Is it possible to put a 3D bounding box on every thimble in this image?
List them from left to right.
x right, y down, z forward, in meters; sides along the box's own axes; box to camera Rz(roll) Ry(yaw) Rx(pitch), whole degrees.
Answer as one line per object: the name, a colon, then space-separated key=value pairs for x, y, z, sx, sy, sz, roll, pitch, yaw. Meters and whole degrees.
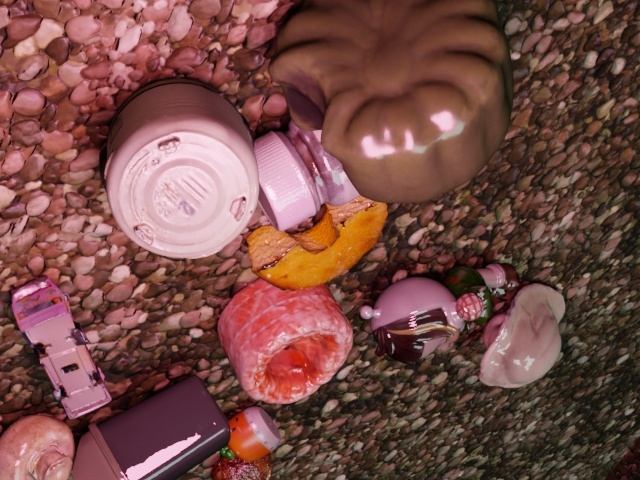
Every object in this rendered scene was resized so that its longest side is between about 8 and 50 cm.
thimble: x=-0.065 y=0.177 z=2.045 sx=0.239 sy=0.162 sz=0.239 roll=-21 pitch=139 yaw=-19

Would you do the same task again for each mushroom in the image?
mushroom: x=-0.509 y=0.394 z=1.955 sx=0.166 sy=0.127 sz=0.166 roll=-25 pitch=126 yaw=-39

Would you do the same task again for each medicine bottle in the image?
medicine bottle: x=0.019 y=-0.140 z=1.744 sx=0.273 sy=0.165 sz=0.165 roll=-27 pitch=143 yaw=-8

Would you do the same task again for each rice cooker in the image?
rice cooker: x=-0.199 y=-0.103 z=1.552 sx=0.226 sy=0.244 sz=0.226 roll=-5 pitch=120 yaw=-9

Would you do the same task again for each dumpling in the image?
dumpling: x=0.458 y=0.205 z=2.514 sx=0.175 sy=0.243 sz=0.227 roll=-2 pitch=128 yaw=21

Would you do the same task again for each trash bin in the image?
trash bin: x=-0.322 y=0.387 z=2.049 sx=0.290 sy=0.182 sz=0.209 roll=-30 pitch=166 yaw=-15

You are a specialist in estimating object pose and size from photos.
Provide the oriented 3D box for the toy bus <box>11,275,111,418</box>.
toy bus: x=-0.424 y=0.178 z=1.803 sx=0.090 sy=0.112 sz=0.274 roll=-25 pitch=143 yaw=-13

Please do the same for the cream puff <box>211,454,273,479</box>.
cream puff: x=-0.166 y=0.513 z=2.411 sx=0.149 sy=0.084 sz=0.149 roll=-23 pitch=144 yaw=-18

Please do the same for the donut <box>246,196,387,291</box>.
donut: x=-0.003 y=0.005 z=1.943 sx=0.259 sy=0.101 sz=0.152 roll=-31 pitch=145 yaw=-6

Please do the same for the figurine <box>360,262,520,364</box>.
figurine: x=0.247 y=0.136 z=2.243 sx=0.370 sy=0.167 sz=0.281 roll=-21 pitch=172 yaw=-32

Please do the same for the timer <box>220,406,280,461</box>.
timer: x=-0.156 y=0.412 z=2.297 sx=0.136 sy=0.099 sz=0.136 roll=-10 pitch=134 yaw=-11

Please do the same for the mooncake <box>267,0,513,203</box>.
mooncake: x=0.111 y=-0.233 z=1.556 sx=0.351 sy=0.351 sz=0.187 roll=-30 pitch=146 yaw=-6
